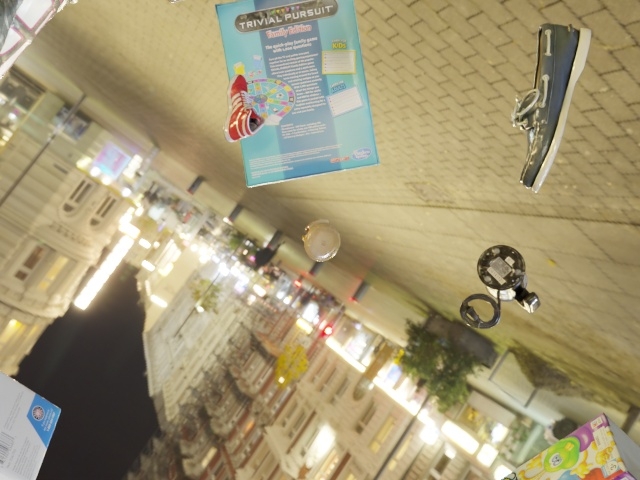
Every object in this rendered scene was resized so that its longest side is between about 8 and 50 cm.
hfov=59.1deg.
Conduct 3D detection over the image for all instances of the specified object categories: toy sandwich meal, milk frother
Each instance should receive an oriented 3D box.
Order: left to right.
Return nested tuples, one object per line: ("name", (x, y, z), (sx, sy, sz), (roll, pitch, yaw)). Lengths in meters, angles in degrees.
("toy sandwich meal", (0.000, 0.000, 1.127), (0.085, 0.086, 0.029), (38, 177, -24))
("milk frother", (0.325, 0.096, 1.059), (0.134, 0.143, 0.129), (35, -150, -63))

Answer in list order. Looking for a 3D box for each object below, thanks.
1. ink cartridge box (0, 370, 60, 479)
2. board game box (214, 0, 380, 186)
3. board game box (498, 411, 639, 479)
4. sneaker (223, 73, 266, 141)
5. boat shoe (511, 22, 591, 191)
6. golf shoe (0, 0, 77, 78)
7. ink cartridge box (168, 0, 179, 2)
("ink cartridge box", (-0.463, 0.223, 0.714), (0.231, 0.078, 0.134), (47, -164, -28))
("board game box", (-0.039, -0.288, 1.067), (0.253, 0.337, 0.079), (-9, -175, 4))
("board game box", (0.403, 0.436, 0.906), (0.142, 0.275, 0.144), (43, -157, -3))
("sneaker", (-0.123, -0.225, 0.940), (0.066, 0.119, 0.042), (-3, 169, 37))
("boat shoe", (0.325, -0.198, 0.826), (0.079, 0.255, 0.095), (16, 179, 13))
("golf shoe", (-0.245, -0.192, 0.446), (0.105, 0.272, 0.120), (50, -157, -2))
("ink cartridge box", (-0.271, -0.528, 0.893), (0.193, 0.088, 0.235), (34, 141, 29))
